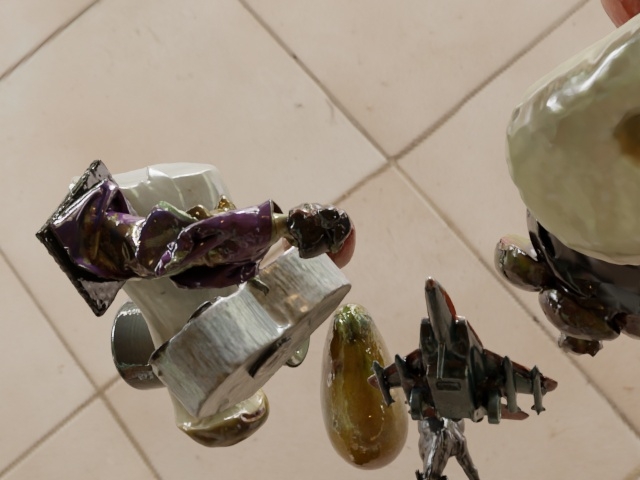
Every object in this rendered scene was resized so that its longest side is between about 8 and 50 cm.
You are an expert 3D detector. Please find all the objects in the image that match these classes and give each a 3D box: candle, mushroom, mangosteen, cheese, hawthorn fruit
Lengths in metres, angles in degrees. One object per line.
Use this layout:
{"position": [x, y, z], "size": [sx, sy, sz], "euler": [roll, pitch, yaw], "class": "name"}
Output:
{"position": [-0.066, 0.087, 0.805], "size": [0.192, 0.168, 0.068], "euler": [-35, 77, -31], "class": "candle"}
{"position": [-0.146, 0.068, 0.955], "size": [0.159, 0.122, 0.329], "euler": [-15, 109, -10], "class": "mushroom"}
{"position": [0.524, -0.018, 1.569], "size": [0.381, 0.381, 0.421], "euler": [53, 133, 18], "class": "mangosteen"}
{"position": [0.263, -0.091, 0.632], "size": [0.248, 0.251, 0.174], "euler": [-35, 95, 40], "class": "cheese"}
{"position": [0.000, 0.000, 1.472], "size": [0.128, 0.128, 0.128], "euler": [-3, 75, 9], "class": "hawthorn fruit"}

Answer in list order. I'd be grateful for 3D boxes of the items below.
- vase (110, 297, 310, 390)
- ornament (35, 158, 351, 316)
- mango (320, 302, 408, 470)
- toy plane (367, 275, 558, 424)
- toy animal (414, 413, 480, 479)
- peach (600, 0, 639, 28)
{"position": [-0.185, 0.164, 1.553], "size": [0.321, 0.173, 0.173], "euler": [-8, 74, 24], "class": "vase"}
{"position": [-0.072, 0.005, 0.587], "size": [0.203, 0.081, 0.088], "euler": [2, 46, 24], "class": "ornament"}
{"position": [0.065, 0.244, 1.522], "size": [0.146, 0.193, 0.316], "euler": [-14, 113, -3], "class": "mango"}
{"position": [0.144, 0.136, 0.993], "size": [0.222, 0.326, 0.104], "euler": [-1, 63, 17], "class": "toy plane"}
{"position": [0.166, 0.245, 1.160], "size": [0.084, 0.148, 0.233], "euler": [0, 57, 19], "class": "toy animal"}
{"position": [0.435, -0.312, 1.021], "size": [0.274, 0.248, 0.245], "euler": [-5, 90, -26], "class": "peach"}
